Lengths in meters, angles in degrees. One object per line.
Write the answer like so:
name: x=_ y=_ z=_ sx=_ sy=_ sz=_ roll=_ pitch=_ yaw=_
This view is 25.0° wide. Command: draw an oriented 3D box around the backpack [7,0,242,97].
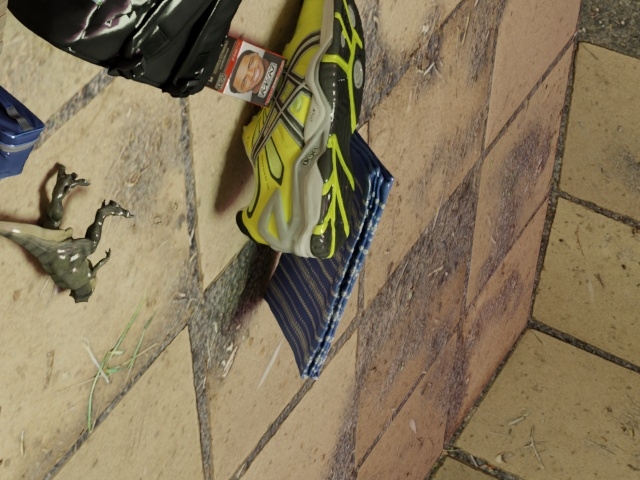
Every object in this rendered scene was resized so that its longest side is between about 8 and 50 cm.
backpack: x=-0.133 y=-0.347 z=1.343 sx=0.355 sy=0.273 sz=0.290 roll=-49 pitch=161 yaw=14

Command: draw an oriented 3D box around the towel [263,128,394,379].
towel: x=0.000 y=0.000 z=2.059 sx=0.040 sy=0.243 sz=0.336 roll=10 pitch=115 yaw=-24

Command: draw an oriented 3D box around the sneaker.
sneaker: x=-0.031 y=-0.172 z=1.913 sx=0.145 sy=0.147 sz=0.384 roll=33 pitch=62 yaw=-67

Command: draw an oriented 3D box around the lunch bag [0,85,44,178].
lunch bag: x=-0.309 y=-0.111 z=1.335 sx=0.065 sy=0.098 sz=0.067 roll=-56 pitch=167 yaw=25

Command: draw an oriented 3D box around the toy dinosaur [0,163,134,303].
toy dinosaur: x=-0.277 y=-0.009 z=1.574 sx=0.118 sy=0.064 sz=0.268 roll=-57 pitch=155 yaw=-8

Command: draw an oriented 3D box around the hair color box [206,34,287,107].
hair color box: x=-0.097 y=-0.214 z=1.817 sx=0.141 sy=0.043 sz=0.072 roll=5 pitch=108 yaw=-68

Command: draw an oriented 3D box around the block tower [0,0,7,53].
block tower: x=-0.325 y=-0.118 z=1.172 sx=0.097 sy=0.091 sz=0.335 roll=-50 pitch=170 yaw=-39
